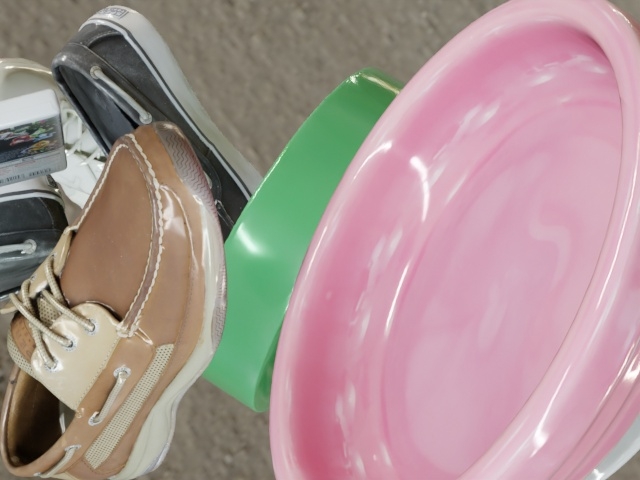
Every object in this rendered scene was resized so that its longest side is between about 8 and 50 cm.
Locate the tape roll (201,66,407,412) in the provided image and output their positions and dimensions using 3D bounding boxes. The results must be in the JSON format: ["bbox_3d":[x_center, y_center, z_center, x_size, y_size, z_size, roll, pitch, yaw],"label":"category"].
[{"bbox_3d":[0.000,0.000,1.462,0.077,0.321,0.321,32,40,12],"label":"tape roll"}]

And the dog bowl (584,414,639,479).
[{"bbox_3d":[0.228,0.204,1.797,0.349,0.349,0.102,5,44,-41],"label":"dog bowl"}]

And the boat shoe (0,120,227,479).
[{"bbox_3d":[-0.146,0.060,1.075,0.116,0.324,0.123,-10,48,-29],"label":"boat shoe"}]

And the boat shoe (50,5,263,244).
[{"bbox_3d":[-0.134,-0.061,1.454,0.102,0.108,0.301,-52,122,-38],"label":"boat shoe"}]

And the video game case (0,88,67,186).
[{"bbox_3d":[-0.280,-0.057,1.181,0.190,0.173,0.022,-15,82,-10],"label":"video game case"}]

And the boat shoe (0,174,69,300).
[{"bbox_3d":[-0.344,0.042,1.303,0.306,0.113,0.105,-18,62,-6],"label":"boat shoe"}]

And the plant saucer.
[{"bbox_3d":[0.093,0.026,0.896,0.084,0.332,0.332,26,49,-23],"label":"plant saucer"}]

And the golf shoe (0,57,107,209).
[{"bbox_3d":[-0.228,-0.099,1.621,0.306,0.140,0.115,31,73,-59],"label":"golf shoe"}]
